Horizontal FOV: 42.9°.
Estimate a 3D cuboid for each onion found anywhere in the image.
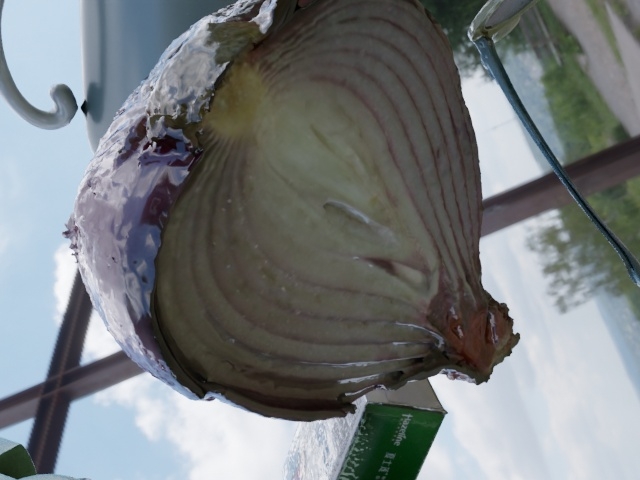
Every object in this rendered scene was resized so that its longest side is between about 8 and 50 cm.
[{"bbox_3d":[-0.006,-0.006,0.550,0.159,0.267,0.348,25,164,46],"label":"onion"}]

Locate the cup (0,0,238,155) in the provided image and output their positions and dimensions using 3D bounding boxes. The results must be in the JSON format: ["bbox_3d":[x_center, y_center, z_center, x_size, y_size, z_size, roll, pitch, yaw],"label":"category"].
[{"bbox_3d":[-0.191,-0.204,0.921,0.259,0.357,0.274,-143,53,-59],"label":"cup"}]

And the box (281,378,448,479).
[{"bbox_3d":[0.032,0.191,0.762,0.081,0.199,0.135,13,-156,-17],"label":"box"}]

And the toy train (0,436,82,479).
[{"bbox_3d":[-0.131,0.144,0.358,0.104,0.178,0.071,-29,-66,-51],"label":"toy train"}]

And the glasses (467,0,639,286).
[{"bbox_3d":[0.191,-0.104,0.467,0.088,0.190,0.220,19,-130,-49],"label":"glasses"}]

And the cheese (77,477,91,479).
[{"bbox_3d":[-0.515,0.426,1.403,0.127,0.235,0.049,-174,86,-76],"label":"cheese"}]
